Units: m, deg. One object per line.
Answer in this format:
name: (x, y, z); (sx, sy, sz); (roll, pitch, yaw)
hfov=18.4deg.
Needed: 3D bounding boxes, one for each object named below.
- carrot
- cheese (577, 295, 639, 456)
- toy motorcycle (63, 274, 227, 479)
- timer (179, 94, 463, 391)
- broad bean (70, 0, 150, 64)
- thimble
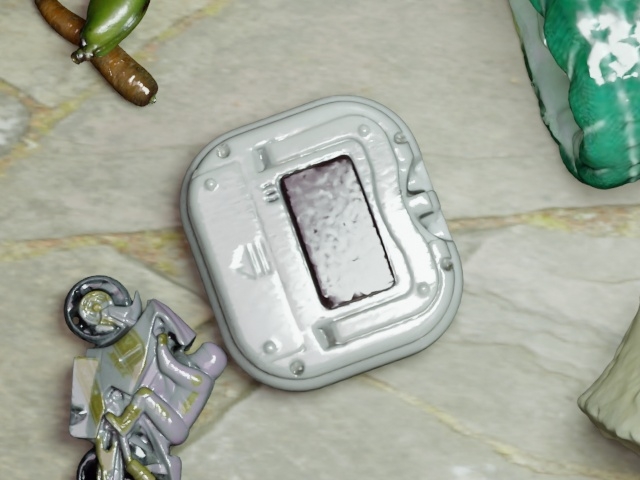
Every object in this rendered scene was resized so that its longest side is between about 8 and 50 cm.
carrot: (-0.220, -0.190, 1.925); (0.165, 0.035, 0.035); (44, 86, 9)
cheese: (0.397, 0.168, 1.727); (0.332, 0.292, 0.153); (27, 85, 11)
toy motorcycle: (-0.161, 0.141, 1.862); (0.152, 0.073, 0.225); (-5, 82, -1)
timer: (0.000, 0.000, 1.865); (0.237, 0.087, 0.262); (-20, 83, -1)
broad bean: (-0.186, -0.257, 1.913); (0.070, 0.048, 0.214); (17, 72, 23)
thimble: (0.267, -0.195, 1.795); (0.167, 0.254, 0.288); (-20, 82, -1)
